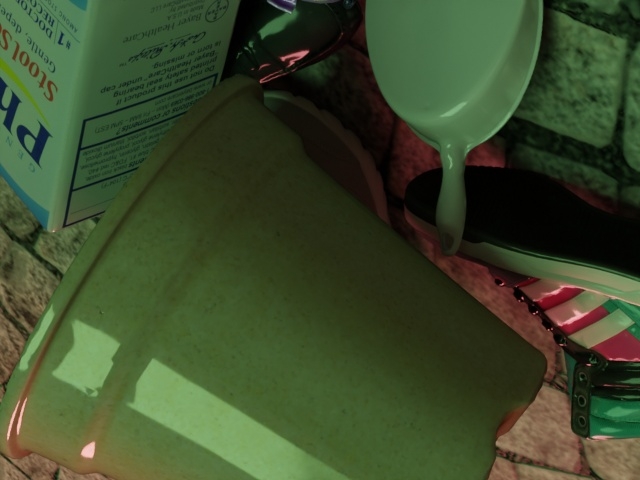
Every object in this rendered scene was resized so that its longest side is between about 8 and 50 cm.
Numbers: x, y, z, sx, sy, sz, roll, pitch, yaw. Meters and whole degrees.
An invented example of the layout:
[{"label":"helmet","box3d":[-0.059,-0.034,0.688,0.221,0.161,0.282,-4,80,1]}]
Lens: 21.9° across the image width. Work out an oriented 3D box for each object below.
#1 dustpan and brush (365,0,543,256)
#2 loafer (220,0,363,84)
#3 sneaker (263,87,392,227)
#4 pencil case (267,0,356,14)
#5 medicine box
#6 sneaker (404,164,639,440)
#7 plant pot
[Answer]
[{"label":"dustpan and brush","box3d":[0.094,-0.096,1.210,0.147,0.211,0.060,2,170,37]},{"label":"loafer","box3d":[-0.056,-0.155,1.327,0.223,0.078,0.076,-12,117,47]},{"label":"sneaker","box3d":[0.000,0.000,1.394,0.105,0.115,0.281,-11,118,47]},{"label":"pencil case","box3d":[-0.004,-0.262,1.172,0.086,0.088,0.206,28,139,20]},{"label":"medicine box","box3d":[-0.204,-0.205,1.283,0.263,0.149,0.289,47,140,25]},{"label":"sneaker","box3d":[0.196,0.059,1.277,0.295,0.124,0.178,21,128,25]},{"label":"plant pot","box3d":[-0.016,0.099,1.216,0.305,0.334,0.334,33,142,6]}]
